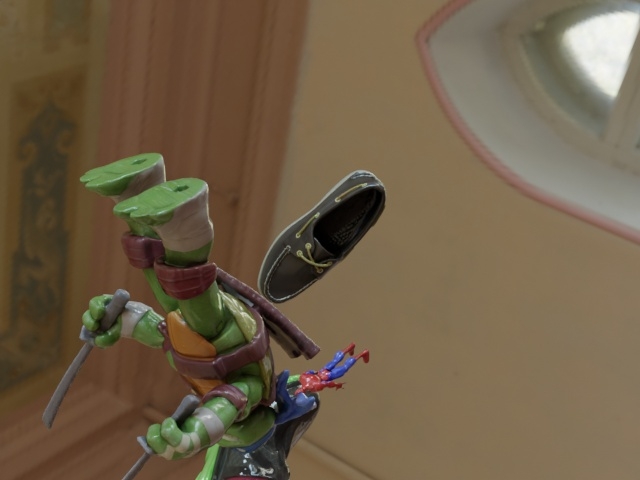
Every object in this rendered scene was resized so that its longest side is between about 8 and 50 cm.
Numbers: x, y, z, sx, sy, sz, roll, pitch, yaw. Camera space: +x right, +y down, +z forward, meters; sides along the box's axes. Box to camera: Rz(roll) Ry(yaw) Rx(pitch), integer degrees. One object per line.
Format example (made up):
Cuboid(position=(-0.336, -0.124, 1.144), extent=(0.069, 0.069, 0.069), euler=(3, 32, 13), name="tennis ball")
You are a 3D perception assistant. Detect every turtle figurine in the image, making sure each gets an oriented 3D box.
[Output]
Cuboid(position=(-0.148, 0.084, 0.960), extent=(0.198, 0.274, 0.266), euler=(-81, -18, -65), name="turtle figurine")

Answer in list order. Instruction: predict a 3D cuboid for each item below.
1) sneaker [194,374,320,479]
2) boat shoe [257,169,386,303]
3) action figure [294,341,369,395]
Cuboid(position=(-0.114, 0.436, 1.934), extent=(0.483, 0.202, 0.185), euler=(-59, -24, -28), name="sneaker")
Cuboid(position=(0.000, 0.000, 1.615), extent=(0.228, 0.081, 0.069), euler=(-48, 16, 4), name="boat shoe")
Cuboid(position=(0.010, 0.157, 1.399), extent=(0.115, 0.038, 0.030), euler=(-26, -46, -43), name="action figure")
